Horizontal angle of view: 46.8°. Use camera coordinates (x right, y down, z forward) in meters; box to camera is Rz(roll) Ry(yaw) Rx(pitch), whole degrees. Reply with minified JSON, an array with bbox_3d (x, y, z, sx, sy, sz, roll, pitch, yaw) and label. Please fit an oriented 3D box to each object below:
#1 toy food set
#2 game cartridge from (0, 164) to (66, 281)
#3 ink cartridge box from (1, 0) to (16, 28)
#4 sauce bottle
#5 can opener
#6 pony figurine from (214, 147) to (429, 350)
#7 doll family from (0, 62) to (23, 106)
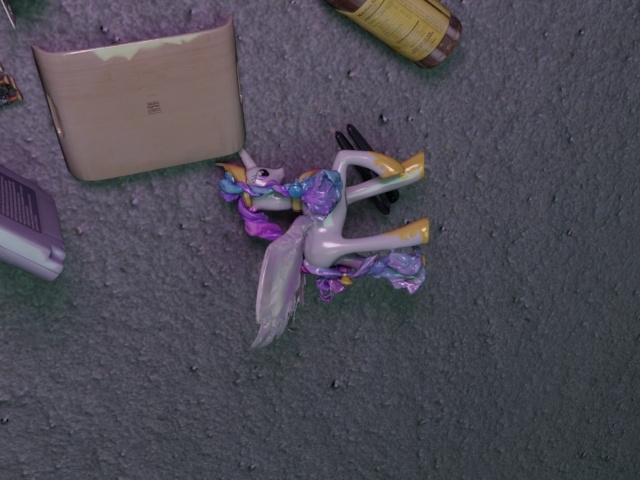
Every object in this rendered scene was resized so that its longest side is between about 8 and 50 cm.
[{"bbox_3d":[-0.272,-0.229,1.172,0.306,0.092,0.219,-13,130,-14],"label":"toy food set"},{"bbox_3d":[-0.467,-0.051,1.045,0.196,0.294,0.060,37,93,-31],"label":"game cartridge"},{"bbox_3d":[-0.421,-0.399,1.001,0.067,0.115,0.198,-18,120,-12],"label":"ink cartridge box"},{"bbox_3d":[0.077,-0.407,1.202,0.344,0.111,0.111,28,102,-29],"label":"sauce bottle"},{"bbox_3d":[0.091,-0.136,1.369,0.059,0.073,0.186,-29,113,3],"label":"can opener"},{"bbox_3d":[0.000,0.000,1.276,0.364,0.303,0.350,-1,91,3],"label":"pony figurine"},{"bbox_3d":[-0.521,-0.252,1.062,0.111,0.076,0.192,-22,116,-6],"label":"doll family"}]
